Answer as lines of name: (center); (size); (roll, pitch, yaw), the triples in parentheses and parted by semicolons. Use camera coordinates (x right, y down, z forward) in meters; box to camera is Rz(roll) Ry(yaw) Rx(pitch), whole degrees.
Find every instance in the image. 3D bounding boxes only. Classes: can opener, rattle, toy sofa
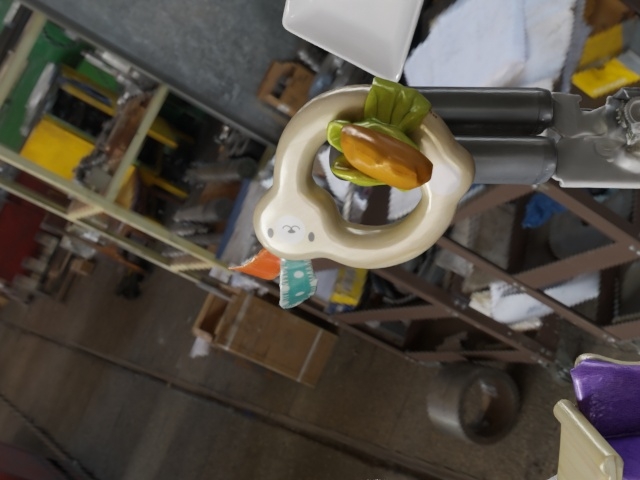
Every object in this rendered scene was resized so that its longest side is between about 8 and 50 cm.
can opener: (0.147, -0.070, 0.669); (0.095, 0.284, 0.076); (99, 171, -74)
rattle: (0.000, 0.000, 0.553); (0.200, 0.130, 0.142); (-36, 29, 24)
toy sofa: (0.474, 0.237, 1.024); (0.150, 0.363, 0.177); (-109, 19, -74)

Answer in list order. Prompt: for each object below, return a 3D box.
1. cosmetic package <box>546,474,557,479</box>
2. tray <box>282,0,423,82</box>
cosmetic package: (0.556, 0.405, 1.368); (0.366, 0.197, 0.155); (-34, 13, 7)
tray: (0.054, -0.286, 0.748); (0.145, 0.030, 0.270); (34, 125, 29)
